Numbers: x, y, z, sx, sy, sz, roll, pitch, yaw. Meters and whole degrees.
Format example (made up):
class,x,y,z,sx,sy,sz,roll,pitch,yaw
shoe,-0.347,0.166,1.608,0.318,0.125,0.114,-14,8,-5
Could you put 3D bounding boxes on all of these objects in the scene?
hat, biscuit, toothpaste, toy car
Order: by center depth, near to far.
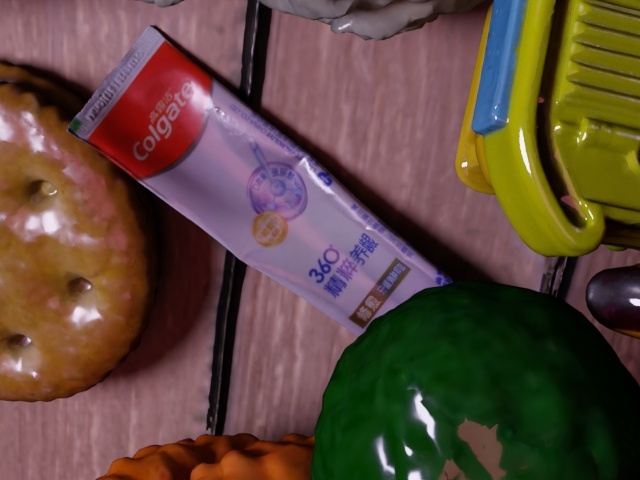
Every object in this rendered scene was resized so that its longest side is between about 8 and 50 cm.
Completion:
class,x,y,z,sx,sy,sz,roll,pitch,yaw
toy car,0.179,-0.049,0.410,0.248,0.142,0.200,15,88,-8
hat,0.025,0.195,0.466,0.285,0.285,0.400,47,125,-7
toothpaste,0.000,0.000,0.536,0.301,0.048,0.075,37,99,-4
biscuit,-0.199,-0.001,0.581,0.220,0.066,0.220,5,115,10

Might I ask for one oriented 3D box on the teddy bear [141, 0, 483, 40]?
class,x,y,z,sx,sy,sz,roll,pitch,yaw
teddy bear,-0.092,-0.275,0.390,0.357,0.224,0.367,5,98,15
